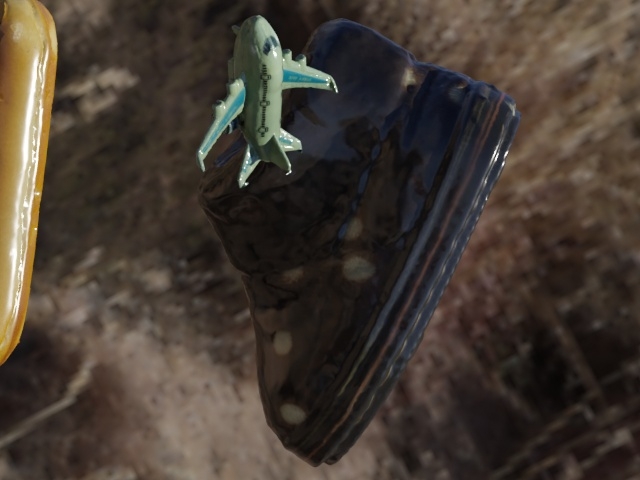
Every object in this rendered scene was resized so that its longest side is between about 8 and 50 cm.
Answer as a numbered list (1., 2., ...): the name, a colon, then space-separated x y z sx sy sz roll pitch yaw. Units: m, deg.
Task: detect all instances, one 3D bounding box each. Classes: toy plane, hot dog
1. toy plane: -0.028 -0.064 0.842 0.033 0.080 0.083 33 -38 39
2. hot dog: -0.193 -0.027 1.076 0.092 0.062 0.235 17 -78 55

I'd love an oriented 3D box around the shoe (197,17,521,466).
1. shoe: 0.000 0.000 1.701 0.237 0.384 0.171 26 19 3
